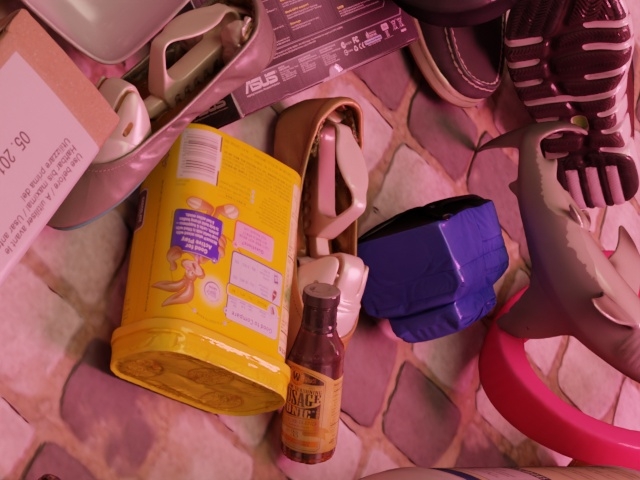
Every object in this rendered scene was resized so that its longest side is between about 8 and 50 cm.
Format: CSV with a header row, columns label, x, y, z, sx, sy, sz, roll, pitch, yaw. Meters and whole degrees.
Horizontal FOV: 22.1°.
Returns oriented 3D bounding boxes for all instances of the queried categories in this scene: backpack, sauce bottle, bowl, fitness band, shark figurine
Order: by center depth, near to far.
label,x,y,z,sx,sy,sz,roll,pitch,yaw
bowl,-0.145,-0.205,1.089,0.142,0.053,0.142,43,87,-15
sauce bottle,-0.005,0.092,1.139,0.042,0.042,0.128,-22,122,-48
backpack,0.089,0.020,1.265,0.120,0.098,0.101,-30,107,-60
shark figurine,0.179,0.016,1.297,0.166,0.116,0.278,7,51,-55
fitness band,0.256,0.101,1.357,0.209,0.054,0.291,38,37,21

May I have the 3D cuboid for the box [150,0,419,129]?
label,x,y,z,sx,sy,sz,roll,pitch,yaw
box,-0.042,-0.197,1.231,0.231,0.056,0.183,-30,98,-47

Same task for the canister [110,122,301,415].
label,x,y,z,sx,sy,sz,roll,pitch,yaw
canister,-0.073,0.019,1.112,0.126,0.073,0.169,27,57,-38

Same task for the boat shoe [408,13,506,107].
label,x,y,z,sx,sy,sz,roll,pitch,yaw
boat shoe,0.126,-0.256,1.398,0.103,0.092,0.285,16,65,-42

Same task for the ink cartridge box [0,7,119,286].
label,x,y,z,sx,sy,sz,roll,pitch,yaw
ink cartridge box,-0.238,0.007,0.855,0.088,0.193,0.234,50,47,-22

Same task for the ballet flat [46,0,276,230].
label,x,y,z,sx,sy,sz,roll,pitch,yaw
ballet flat,-0.114,-0.095,1.071,0.213,0.072,0.068,-43,148,-24

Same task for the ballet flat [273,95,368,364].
label,x,y,z,sx,sy,sz,roll,pitch,yaw
ballet flat,0.000,0.000,1.193,0.080,0.073,0.232,15,66,-42

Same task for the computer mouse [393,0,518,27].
label,x,y,z,sx,sy,sz,roll,pitch,yaw
computer mouse,0.132,-0.254,1.305,0.072,0.189,0.272,83,26,-51

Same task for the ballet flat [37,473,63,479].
label,x,y,z,sx,sy,sz,roll,pitch,yaw
ballet flat,-0.196,0.214,0.925,0.079,0.077,0.221,42,42,-4

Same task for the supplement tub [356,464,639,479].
label,x,y,z,sx,sy,sz,roll,pitch,yaw
supplement tub,0.152,0.273,1.136,0.325,0.235,0.235,7,72,-44

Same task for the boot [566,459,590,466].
label,x,y,z,sx,sy,sz,roll,pitch,yaw
boot,0.263,0.241,1.371,0.152,0.197,0.073,33,63,13

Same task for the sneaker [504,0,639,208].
label,x,y,z,sx,sy,sz,roll,pitch,yaw
sneaker,0.224,-0.173,1.438,0.281,0.106,0.162,75,18,-45
